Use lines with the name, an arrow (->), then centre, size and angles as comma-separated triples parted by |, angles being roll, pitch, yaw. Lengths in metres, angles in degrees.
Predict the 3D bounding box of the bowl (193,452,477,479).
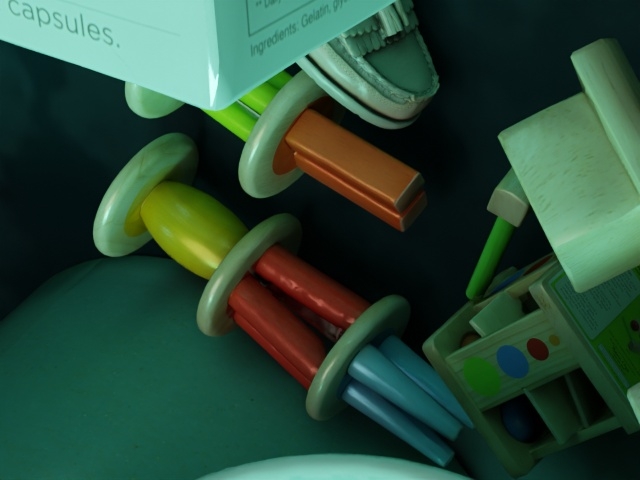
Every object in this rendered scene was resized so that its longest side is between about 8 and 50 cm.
bowl -> 0.028, 0.223, 0.424 | 0.311, 0.311, 0.163 | -3, 159, 42

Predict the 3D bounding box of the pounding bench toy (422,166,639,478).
pounding bench toy -> 0.065, 0.021, 0.526 | 0.083, 0.052, 0.065 | 55, 138, -3

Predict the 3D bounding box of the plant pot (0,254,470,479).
plant pot -> -0.099, 0.188, 0.649 | 0.293, 0.235, 0.293 | 23, 131, 29

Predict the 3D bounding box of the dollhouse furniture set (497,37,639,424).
dollhouse furniture set -> 0.219, 0.126, 0.438 | 0.355, 0.174, 0.303 | 67, -172, 25

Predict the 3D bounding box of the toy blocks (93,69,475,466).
toy blocks -> 0.000, 0.000, 0.568 | 0.148, 0.054, 0.123 | 37, 136, 17

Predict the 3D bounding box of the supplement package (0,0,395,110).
supplement package -> -0.066, -0.164, 0.403 | 0.262, 0.204, 0.145 | 20, 128, 31

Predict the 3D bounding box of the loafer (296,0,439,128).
loafer -> -0.003, -0.092, 0.519 | 0.125, 0.045, 0.039 | 53, 131, 4
